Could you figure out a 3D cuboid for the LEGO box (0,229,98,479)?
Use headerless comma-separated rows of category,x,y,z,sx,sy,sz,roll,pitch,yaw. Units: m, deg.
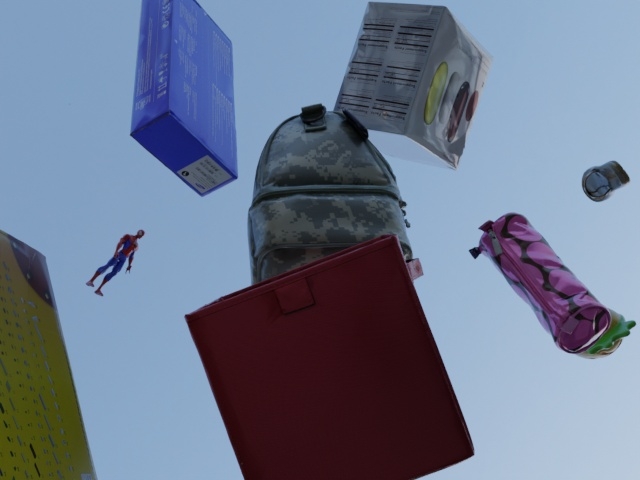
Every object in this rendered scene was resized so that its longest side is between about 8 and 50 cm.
LEGO box,-0.335,0.264,0.460,0.372,0.193,0.501,-22,-110,2

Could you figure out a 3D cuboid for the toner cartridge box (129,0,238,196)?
toner cartridge box,-0.212,-0.251,1.171,0.075,0.348,0.165,-24,-43,19

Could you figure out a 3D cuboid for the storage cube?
storage cube,0.012,0.115,0.677,0.214,0.183,0.193,-20,-90,1

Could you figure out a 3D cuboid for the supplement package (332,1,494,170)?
supplement package,0.152,-0.246,1.191,0.194,0.149,0.203,19,-91,-52

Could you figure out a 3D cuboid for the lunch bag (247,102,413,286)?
lunch bag,0.000,0.000,1.027,0.212,0.256,0.305,-5,-41,-7

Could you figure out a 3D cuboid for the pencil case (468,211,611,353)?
pencil case,0.298,0.054,1.007,0.095,0.209,0.098,-44,-41,11

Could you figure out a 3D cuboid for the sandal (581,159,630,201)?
sandal,0.540,-0.108,1.425,0.049,0.180,0.072,-39,-96,-3

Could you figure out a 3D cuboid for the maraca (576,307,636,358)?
maraca,0.541,0.182,1.435,0.127,0.185,0.099,-37,-89,-2

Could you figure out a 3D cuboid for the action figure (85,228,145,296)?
action figure,-0.296,0.028,1.085,0.115,0.030,0.038,-59,-45,-26
